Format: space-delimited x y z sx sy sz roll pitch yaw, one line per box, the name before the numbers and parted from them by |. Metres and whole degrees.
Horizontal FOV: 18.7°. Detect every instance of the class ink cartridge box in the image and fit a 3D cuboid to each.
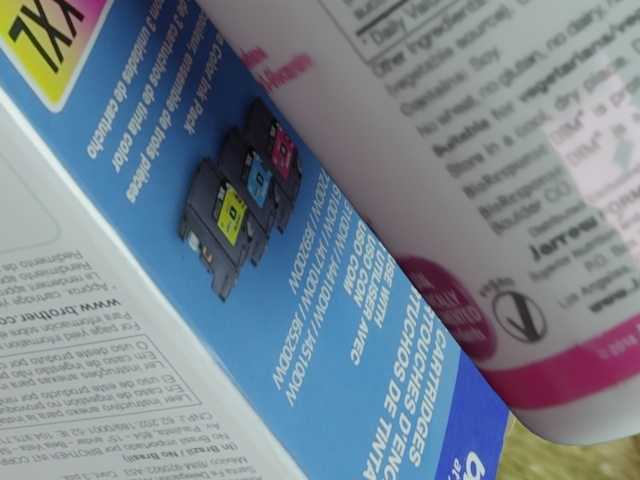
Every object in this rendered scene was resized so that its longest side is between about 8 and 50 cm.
ink cartridge box | -0.109 0.034 0.693 0.270 0.151 0.395 -10 130 30

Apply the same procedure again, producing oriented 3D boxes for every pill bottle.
pill bottle | 0.038 -0.101 0.515 0.160 0.160 0.283 -33 97 32

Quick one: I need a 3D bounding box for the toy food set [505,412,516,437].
toy food set | 0.000 0.000 0.763 0.192 0.038 0.132 19 136 4
